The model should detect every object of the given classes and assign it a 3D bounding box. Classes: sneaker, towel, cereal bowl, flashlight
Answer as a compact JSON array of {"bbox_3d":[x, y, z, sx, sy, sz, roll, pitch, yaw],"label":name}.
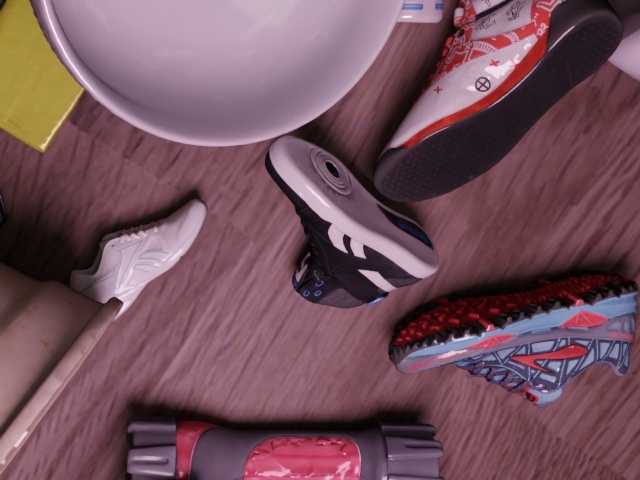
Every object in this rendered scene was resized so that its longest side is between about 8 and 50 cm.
[{"bbox_3d":[-0.169,0.010,1.148,0.152,0.054,0.061,-43,103,-1],"label":"sneaker"},{"bbox_3d":[0.000,0.000,1.138,0.121,0.079,0.217,-34,129,27],"label":"sneaker"},{"bbox_3d":[-0.231,-0.204,1.113,0.102,0.021,0.237,32,93,-11],"label":"towel"},{"bbox_3d":[-0.096,-0.256,1.044,0.339,0.141,0.339,-12,116,-25],"label":"cereal bowl"},{"bbox_3d":[0.145,-0.161,1.155,0.270,0.145,0.090,-40,136,21],"label":"sneaker"},{"bbox_3d":[0.198,0.114,1.219,0.262,0.104,0.125,-10,104,-10],"label":"sneaker"},{"bbox_3d":[-0.035,0.220,1.185,0.304,0.103,0.103,2,66,-8],"label":"flashlight"}]

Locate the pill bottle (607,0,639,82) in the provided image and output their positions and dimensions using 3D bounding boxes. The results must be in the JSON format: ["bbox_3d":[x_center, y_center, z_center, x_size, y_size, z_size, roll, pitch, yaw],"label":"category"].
[{"bbox_3d":[0.483,-0.170,1.159,0.408,0.229,0.229,28,94,-15],"label":"pill bottle"}]

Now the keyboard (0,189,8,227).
[{"bbox_3d":[-0.353,-0.091,1.104,0.100,0.038,0.192,-18,110,-20],"label":"keyboard"}]

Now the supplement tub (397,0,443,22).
[{"bbox_3d":[0.080,-0.256,1.140,0.071,0.071,0.107,0,100,-12],"label":"supplement tub"}]

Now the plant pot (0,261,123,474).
[{"bbox_3d":[-0.382,0.097,1.004,0.305,0.334,0.334,36,92,-5],"label":"plant pot"}]
